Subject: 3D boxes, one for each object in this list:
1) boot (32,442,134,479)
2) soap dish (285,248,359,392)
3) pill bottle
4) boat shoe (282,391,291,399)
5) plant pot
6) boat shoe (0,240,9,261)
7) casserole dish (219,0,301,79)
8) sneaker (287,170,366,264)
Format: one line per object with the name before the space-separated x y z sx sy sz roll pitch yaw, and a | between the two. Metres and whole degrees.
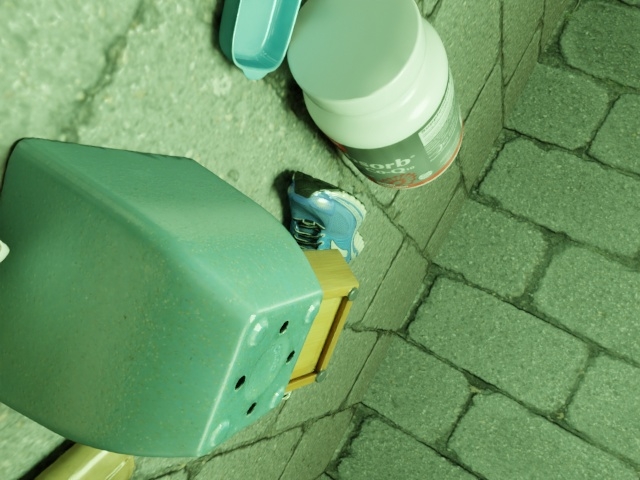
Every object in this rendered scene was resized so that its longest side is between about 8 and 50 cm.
boot | -0.343 0.308 0.629 0.269 0.089 0.236 -39 159 -46
soap dish | -0.077 0.132 0.817 0.291 0.118 0.229 -4 119 -53
pill bottle | 0.096 -0.219 0.828 0.210 0.210 0.363 -63 158 0
boat shoe | -0.097 0.278 1.112 0.113 0.103 0.302 -60 158 -7
plant pot | -0.149 0.068 0.552 0.247 0.252 0.248 -6 120 -64
boat shoe | -0.276 -0.061 0.339 0.096 0.098 0.277 -50 163 -35
casserole dish | -0.066 -0.283 0.625 0.114 0.037 0.188 -22 136 -59
sneaker | 0.000 0.000 0.977 0.147 0.129 0.330 -58 158 -17
